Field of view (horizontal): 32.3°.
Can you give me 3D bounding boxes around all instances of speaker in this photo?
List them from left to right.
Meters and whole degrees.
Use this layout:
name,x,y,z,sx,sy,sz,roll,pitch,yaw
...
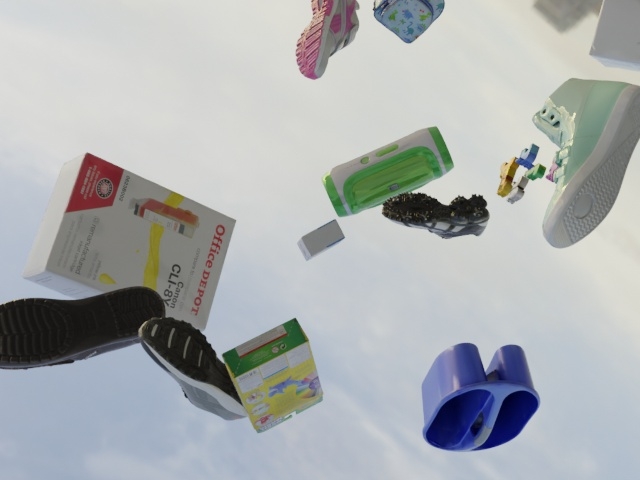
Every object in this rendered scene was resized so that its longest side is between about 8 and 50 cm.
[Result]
name,x,y,z,sx,sy,sz,roll,pitch,yaw
speaker,0.158,-0.160,2.595,0.131,0.297,0.131,-24,-90,-86

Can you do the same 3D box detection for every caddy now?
name,x,y,z,sx,sy,sz,roll,pitch,yaw
caddy,0.366,0.382,2.565,0.241,0.341,0.179,2,-127,-11

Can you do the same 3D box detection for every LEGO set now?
name,x,y,z,sx,sy,sz,roll,pitch,yaw
LEGO set,0.440,-0.133,2.408,0.087,0.227,0.093,28,-114,-11

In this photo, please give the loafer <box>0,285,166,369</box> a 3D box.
name,x,y,z,sx,sy,sz,roll,pitch,yaw
loafer,-0.475,0.184,2.090,0.366,0.130,0.133,-6,-115,-13

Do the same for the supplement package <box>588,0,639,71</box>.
name,x,y,z,sx,sy,sz,roll,pitch,yaw
supplement package,0.726,-0.448,2.297,0.262,0.204,0.145,17,-175,28

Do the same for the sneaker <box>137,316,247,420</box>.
name,x,y,z,sx,sy,sz,roll,pitch,yaw
sneaker,-0.213,0.232,1.885,0.271,0.108,0.100,42,-141,-28

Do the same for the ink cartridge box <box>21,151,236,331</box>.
name,x,y,z,sx,sy,sz,roll,pitch,yaw
ink cartridge box,-0.407,0.016,2.408,0.385,0.160,0.279,25,-111,-28

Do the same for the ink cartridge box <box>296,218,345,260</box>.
name,x,y,z,sx,sy,sz,roll,pitch,yaw
ink cartridge box,0.000,0.000,2.464,0.052,0.089,0.122,61,172,1

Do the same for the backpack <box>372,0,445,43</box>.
name,x,y,z,sx,sy,sz,roll,pitch,yaw
backpack,0.164,-0.418,1.978,0.105,0.114,0.084,35,-153,-24

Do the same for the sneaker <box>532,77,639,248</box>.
name,x,y,z,sx,sy,sz,roll,pitch,yaw
sneaker,0.355,-0.115,1.582,0.094,0.255,0.151,32,175,-43

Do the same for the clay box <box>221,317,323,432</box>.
name,x,y,z,sx,sy,sz,roll,pitch,yaw
clay box,-0.070,0.217,1.722,0.053,0.128,0.222,59,169,31

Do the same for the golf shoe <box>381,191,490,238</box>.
name,x,y,z,sx,sy,sz,roll,pitch,yaw
golf shoe,0.211,-0.036,2.032,0.198,0.094,0.077,5,-126,13

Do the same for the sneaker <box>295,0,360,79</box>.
name,x,y,z,sx,sy,sz,roll,pitch,yaw
sneaker,0.029,-0.455,2.411,0.111,0.103,0.252,27,-112,-28
